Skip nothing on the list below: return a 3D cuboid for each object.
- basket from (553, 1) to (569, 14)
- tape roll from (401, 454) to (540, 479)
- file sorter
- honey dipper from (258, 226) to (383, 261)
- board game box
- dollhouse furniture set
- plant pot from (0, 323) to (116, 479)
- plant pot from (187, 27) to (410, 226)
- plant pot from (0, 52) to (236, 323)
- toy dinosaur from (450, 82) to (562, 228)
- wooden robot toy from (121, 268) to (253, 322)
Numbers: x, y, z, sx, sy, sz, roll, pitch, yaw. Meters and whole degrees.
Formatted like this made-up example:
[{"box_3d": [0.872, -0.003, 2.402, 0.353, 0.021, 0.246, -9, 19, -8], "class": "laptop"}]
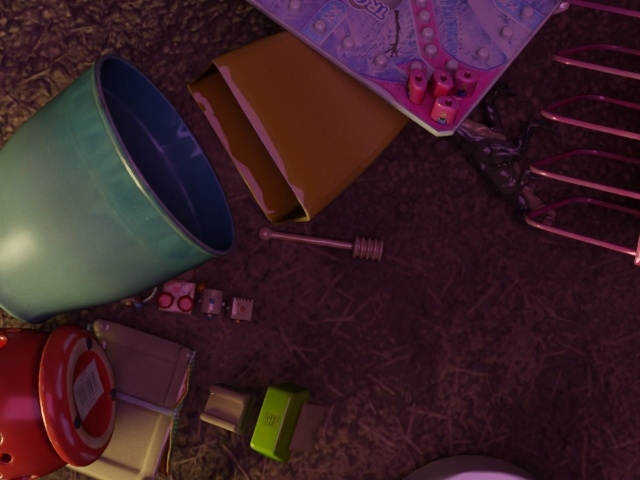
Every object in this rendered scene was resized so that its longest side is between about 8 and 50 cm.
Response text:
[{"box_3d": [0.210, -0.317, 1.677, 0.167, 0.103, 0.113, -15, 95, -5], "class": "basket"}, {"box_3d": [0.197, 0.421, 1.705, 0.286, 0.100, 0.286, 0, 94, -5], "class": "tape roll"}, {"box_3d": [0.373, -0.146, 1.612, 0.182, 0.202, 0.291, 18, 110, 29], "class": "file sorter"}, {"box_3d": [0.000, 0.000, 1.720, 0.160, 0.030, 0.030, 10, 93, -2], "class": "honey dipper"}, {"box_3d": [0.104, -0.369, 1.575, 0.390, 0.050, 0.390, 37, 68, 9], "class": "board game box"}, {"box_3d": [-0.163, 0.238, 1.702, 0.301, 0.151, 0.198, 16, 86, 23], "class": "dollhouse furniture set"}, {"box_3d": [-0.347, 0.195, 1.599, 0.174, 0.191, 0.191, -7, 95, 15], "class": "plant pot"}, {"box_3d": [-0.016, -0.159, 1.627, 0.187, 0.212, 0.212, -34, 96, -13], "class": "plant pot"}, {"box_3d": [-0.280, -0.040, 1.588, 0.255, 0.271, 0.272, -31, 96, 13], "class": "plant pot"}, {"box_3d": [0.228, -0.131, 1.715, 0.268, 0.064, 0.118, 44, 96, -3], "class": "toy dinosaur"}, {"box_3d": [-0.168, 0.054, 1.689, 0.173, 0.076, 0.079, 9, 82, -6], "class": "wooden robot toy"}]
